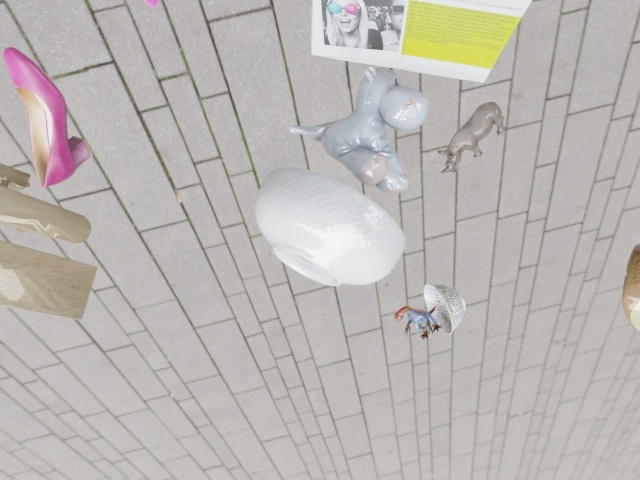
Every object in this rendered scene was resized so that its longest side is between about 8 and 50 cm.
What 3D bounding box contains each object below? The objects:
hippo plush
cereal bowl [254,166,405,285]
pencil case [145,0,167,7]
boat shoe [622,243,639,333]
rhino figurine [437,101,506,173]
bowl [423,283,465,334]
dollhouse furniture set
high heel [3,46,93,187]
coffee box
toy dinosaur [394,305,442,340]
[{"bbox_3d":[0.139,-0.276,1.014,0.234,0.294,0.236,1,125,-56],"label":"hippo plush"},{"bbox_3d":[0.000,0.000,0.912,0.339,0.339,0.141,40,70,-33],"label":"cereal bowl"},{"bbox_3d":[-0.201,-0.486,0.696,0.236,0.104,0.104,-20,129,19],"label":"pencil case"},{"bbox_3d":[0.484,0.100,0.508,0.342,0.123,0.123,31,72,-34],"label":"boat shoe"},{"bbox_3d":[0.414,-0.281,1.176,0.243,0.073,0.106,-47,131,6],"label":"rhino figurine"},{"bbox_3d":[0.403,0.202,1.336,0.080,0.170,0.170,-21,129,-9],"label":"bowl"},{"bbox_3d":[-0.331,0.002,0.457,0.151,0.144,0.123,-7,157,38],"label":"dollhouse furniture set"},{"bbox_3d":[-0.532,-0.219,0.784,0.082,0.117,0.244,19,143,19],"label":"high heel"},{"bbox_3d":[0.182,-0.527,0.697,0.338,0.337,0.334,11,161,2],"label":"coffee box"},{"bbox_3d":[0.135,0.111,0.608,0.047,0.090,0.082,-32,117,23],"label":"toy dinosaur"}]
